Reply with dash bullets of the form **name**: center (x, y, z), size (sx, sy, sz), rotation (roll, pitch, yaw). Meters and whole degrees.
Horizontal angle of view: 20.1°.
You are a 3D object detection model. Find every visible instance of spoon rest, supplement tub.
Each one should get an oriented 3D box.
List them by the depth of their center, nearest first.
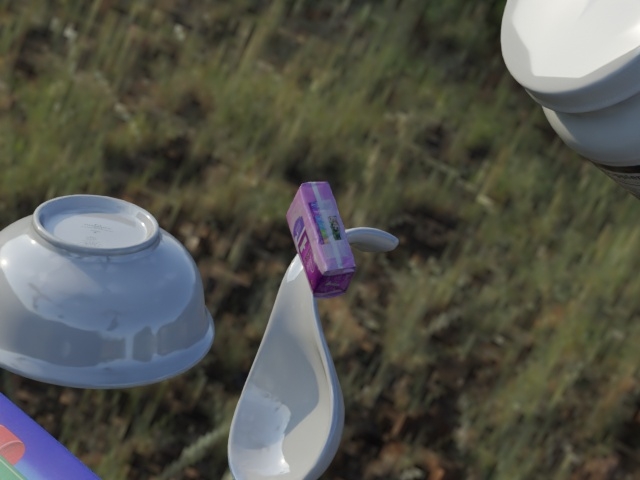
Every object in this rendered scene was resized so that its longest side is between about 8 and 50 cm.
- **supplement tub**: center (0.274, -0.108, 1.259), size (0.272, 0.191, 0.191), rotation (34, 16, -35)
- **spoon rest**: center (-0.013, 0.105, 1.641), size (0.084, 0.276, 0.137), rotation (34, -25, -35)

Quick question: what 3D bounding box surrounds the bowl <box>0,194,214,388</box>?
- **bowl**: center (-0.260, 0.037, 2.037), size (0.298, 0.134, 0.298), rotation (7, 25, -3)

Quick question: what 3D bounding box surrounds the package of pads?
- **package of pads**: center (0.000, 0.000, 1.435), size (0.032, 0.050, 0.083), rotation (-9, 63, -18)

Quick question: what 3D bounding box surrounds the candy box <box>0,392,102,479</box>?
- **candy box**: center (-0.299, 0.315, 1.636), size (0.317, 0.268, 0.122), rotation (33, -20, 37)
